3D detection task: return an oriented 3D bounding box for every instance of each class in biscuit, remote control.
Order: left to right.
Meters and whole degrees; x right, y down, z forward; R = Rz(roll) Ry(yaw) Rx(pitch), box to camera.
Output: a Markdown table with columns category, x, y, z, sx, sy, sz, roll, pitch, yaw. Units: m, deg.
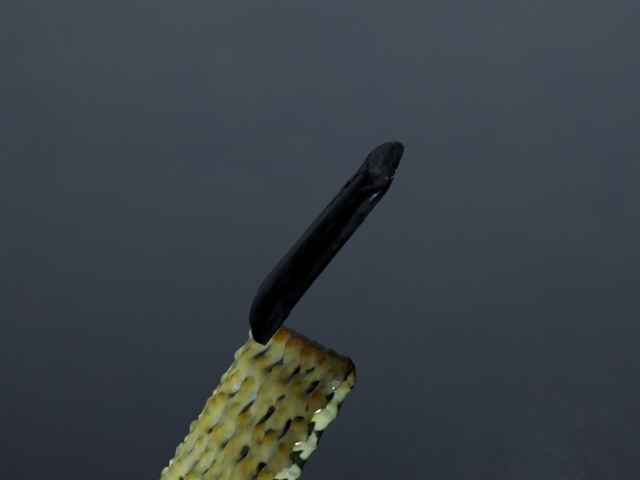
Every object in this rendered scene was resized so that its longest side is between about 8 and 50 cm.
| category | x | y | z | sx | sy | sz | roll | pitch | yaw |
| --- | --- | --- | --- | --- | --- | --- | --- | --- | --- |
| biscuit | -0.066 | 0.143 | 0.593 | 0.016 | 0.231 | 0.139 | 34 | 174 | -20 |
| remote control | 0.000 | 0.000 | 0.495 | 0.014 | 0.039 | 0.096 | 35 | 124 | -7 |
